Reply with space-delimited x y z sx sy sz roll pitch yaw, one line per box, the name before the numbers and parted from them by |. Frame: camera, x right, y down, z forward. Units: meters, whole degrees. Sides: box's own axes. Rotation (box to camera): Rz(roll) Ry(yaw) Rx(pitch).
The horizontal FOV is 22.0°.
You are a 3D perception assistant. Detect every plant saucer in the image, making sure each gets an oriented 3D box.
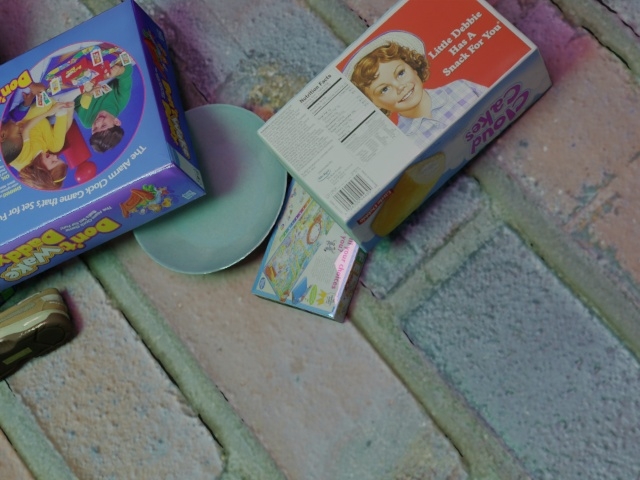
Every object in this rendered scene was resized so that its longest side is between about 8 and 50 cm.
plant saucer | -0.119 -0.053 1.803 0.195 0.037 0.195 -7 72 21

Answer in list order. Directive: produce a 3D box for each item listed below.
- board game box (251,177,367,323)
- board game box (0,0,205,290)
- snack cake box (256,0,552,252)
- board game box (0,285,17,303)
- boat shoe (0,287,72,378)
board game box | 0.000 0.000 1.741 0.103 0.026 0.154 16 82 27
board game box | -0.318 -0.089 1.831 0.347 0.078 0.233 -24 59 14
snack cake box | 0.086 -0.137 1.689 0.264 0.089 0.152 -42 62 -2
board game box | -0.464 0.030 1.908 0.136 0.035 0.201 -39 61 -15
boat shoe | -0.369 0.112 1.857 0.190 0.068 0.072 -23 54 6
